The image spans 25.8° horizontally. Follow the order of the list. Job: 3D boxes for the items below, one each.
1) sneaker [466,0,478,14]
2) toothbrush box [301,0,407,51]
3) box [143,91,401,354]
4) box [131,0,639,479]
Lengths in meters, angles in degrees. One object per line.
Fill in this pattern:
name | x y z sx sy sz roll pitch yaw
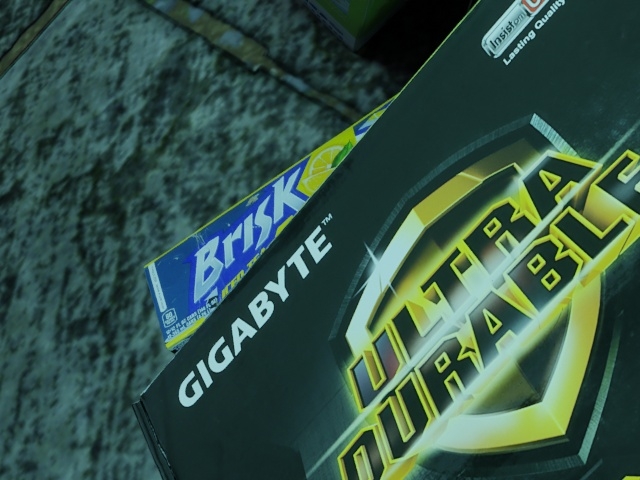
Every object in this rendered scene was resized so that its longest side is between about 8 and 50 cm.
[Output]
sneaker | 0.166 -0.138 0.623 0.235 0.094 0.153 -17 59 39
toothbrush box | 0.051 -0.212 0.634 0.206 0.122 0.283 -46 0 1
box | 0.000 0.000 0.675 0.169 0.054 0.059 -33 46 12
box | 0.088 0.049 0.495 0.322 0.079 0.257 -49 48 19
